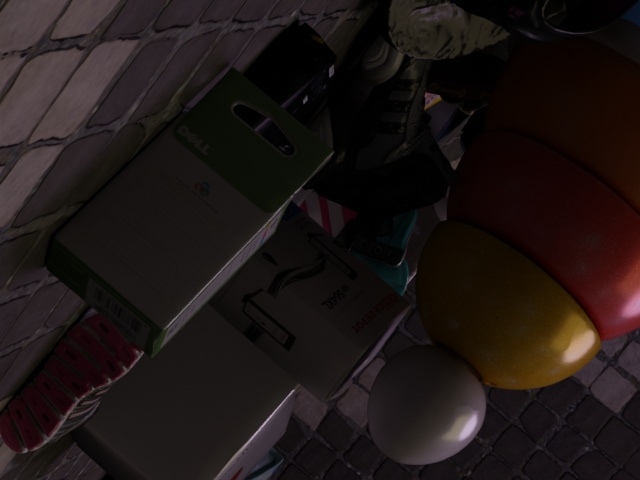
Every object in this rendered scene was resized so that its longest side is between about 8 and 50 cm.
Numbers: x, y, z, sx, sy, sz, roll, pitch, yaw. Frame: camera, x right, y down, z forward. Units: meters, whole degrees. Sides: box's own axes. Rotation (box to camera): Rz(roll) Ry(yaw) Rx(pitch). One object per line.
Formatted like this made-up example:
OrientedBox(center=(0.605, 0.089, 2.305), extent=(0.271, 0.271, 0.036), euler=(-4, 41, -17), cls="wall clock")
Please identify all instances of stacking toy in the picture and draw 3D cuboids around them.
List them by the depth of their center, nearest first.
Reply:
OrientedBox(center=(0.209, 0.028, 1.856), extent=(0.480, 0.350, 0.350), euler=(-47, 173, -12), cls="stacking toy")

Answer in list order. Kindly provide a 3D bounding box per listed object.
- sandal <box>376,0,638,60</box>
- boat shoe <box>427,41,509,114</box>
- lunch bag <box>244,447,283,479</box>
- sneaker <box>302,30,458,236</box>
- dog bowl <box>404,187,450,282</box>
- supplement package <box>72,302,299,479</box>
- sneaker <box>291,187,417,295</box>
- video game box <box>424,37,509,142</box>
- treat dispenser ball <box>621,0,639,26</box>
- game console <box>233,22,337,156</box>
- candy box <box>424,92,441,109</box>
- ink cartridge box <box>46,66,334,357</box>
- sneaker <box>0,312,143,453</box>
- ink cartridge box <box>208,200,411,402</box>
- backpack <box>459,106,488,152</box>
OrientedBox(center=(0.265, -0.273, 1.692), extent=(0.446, 0.107, 0.167), euler=(-20, 129, -16), cls="sandal")
OrientedBox(center=(0.160, -0.196, 2.022), extent=(0.091, 0.109, 0.305), euler=(-58, 159, 9), cls="boat shoe")
OrientedBox(center=(-0.214, 0.366, 2.561), extent=(0.262, 0.160, 0.223), euler=(-24, 159, -50), cls="lunch bag")
OrientedBox(center=(0.093, -0.128, 1.813), extent=(0.268, 0.153, 0.101), euler=(-52, -175, 21), cls="sneaker")
OrientedBox(center=(0.080, 0.029, 2.487), extent=(0.349, 0.102, 0.349), euler=(-50, 177, -4), cls="dog bowl")
OrientedBox(center=(-0.148, 0.186, 1.911), extent=(0.177, 0.175, 0.293), euler=(-48, 173, -13), cls="supplement package")
OrientedBox(center=(0.008, 0.028, 2.047), extent=(0.295, 0.178, 0.124), euler=(-47, 173, -23), cls="sneaker")
OrientedBox(center=(0.212, -0.227, 2.560), extent=(0.205, 0.048, 0.187), euler=(-55, 174, 37), cls="video game box")
OrientedBox(center=(0.363, -0.328, 1.954), extent=(0.288, 0.288, 0.288), euler=(-49, 173, -8), cls="treat dispenser ball")
OrientedBox(center=(-0.070, -0.064, 1.634), extent=(0.213, 0.044, 0.361), euler=(-48, 172, -8), cls="game console")
OrientedBox(center=(0.114, -0.186, 2.112), extent=(0.206, 0.027, 0.105), euler=(-33, 158, -50), cls="candy box")
OrientedBox(center=(-0.098, -0.023, 1.379), extent=(0.209, 0.109, 0.062), euler=(-47, 173, -27), cls="ink cartridge box")
OrientedBox(center=(-0.215, 0.122, 1.621), extent=(0.170, 0.063, 0.075), euler=(-46, 173, 3), cls="sneaker")
OrientedBox(center=(-0.024, 0.052, 1.869), extent=(0.086, 0.203, 0.148), euler=(-54, 173, 28), cls="ink cartridge box")
OrientedBox(center=(0.345, -0.137, 2.540), extent=(0.290, 0.273, 0.355), euler=(-51, -142, -4), cls="backpack")
